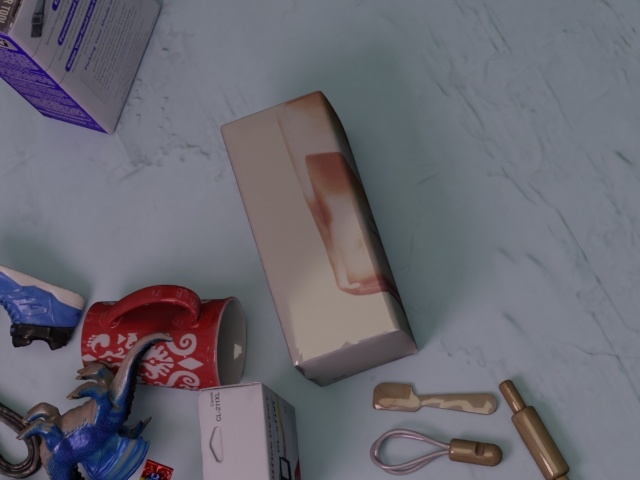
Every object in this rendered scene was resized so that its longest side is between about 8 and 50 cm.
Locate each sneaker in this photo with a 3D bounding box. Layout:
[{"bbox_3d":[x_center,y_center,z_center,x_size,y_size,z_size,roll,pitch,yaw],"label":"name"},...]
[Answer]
[{"bbox_3d":[-0.363,0.082,1.813,0.152,0.058,0.085,22,79,-17],"label":"sneaker"}]

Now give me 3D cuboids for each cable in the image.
[{"bbox_3d":[-0.433,0.160,1.814,0.139,0.072,0.287,-23,71,-5],"label":"cable"}]

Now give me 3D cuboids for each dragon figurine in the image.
[{"bbox_3d":[-0.242,0.221,1.727,0.289,0.085,0.144,-40,106,7],"label":"dragon figurine"}]

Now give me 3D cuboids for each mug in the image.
[{"bbox_3d":[-0.183,0.102,1.760,0.169,0.113,0.150,1,114,15],"label":"mug"}]

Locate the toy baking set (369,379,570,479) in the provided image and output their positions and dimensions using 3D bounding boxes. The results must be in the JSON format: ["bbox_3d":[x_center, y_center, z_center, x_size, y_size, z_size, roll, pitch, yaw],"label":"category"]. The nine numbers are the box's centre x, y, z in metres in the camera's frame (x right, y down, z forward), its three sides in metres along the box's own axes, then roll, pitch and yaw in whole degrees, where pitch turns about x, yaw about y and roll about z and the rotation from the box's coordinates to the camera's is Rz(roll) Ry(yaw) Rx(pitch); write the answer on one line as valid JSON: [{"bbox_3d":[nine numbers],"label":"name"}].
[{"bbox_3d":[0.166,0.249,1.704,0.196,0.030,0.256,-26,72,3],"label":"toy baking set"}]

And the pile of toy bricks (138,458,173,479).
[{"bbox_3d":[-0.186,0.350,1.707,0.118,0.105,0.212,21,95,0],"label":"pile of toy bricks"}]

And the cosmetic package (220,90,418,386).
[{"bbox_3d":[0.000,0.000,1.740,0.129,0.153,0.296,-19,74,6],"label":"cosmetic package"}]

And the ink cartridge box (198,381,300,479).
[{"bbox_3d":[-0.074,0.234,1.676,0.072,0.175,0.128,-8,74,9],"label":"ink cartridge box"}]

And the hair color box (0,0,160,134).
[{"bbox_3d":[-0.308,-0.268,1.769,0.110,0.339,0.185,16,79,14],"label":"hair color box"}]
